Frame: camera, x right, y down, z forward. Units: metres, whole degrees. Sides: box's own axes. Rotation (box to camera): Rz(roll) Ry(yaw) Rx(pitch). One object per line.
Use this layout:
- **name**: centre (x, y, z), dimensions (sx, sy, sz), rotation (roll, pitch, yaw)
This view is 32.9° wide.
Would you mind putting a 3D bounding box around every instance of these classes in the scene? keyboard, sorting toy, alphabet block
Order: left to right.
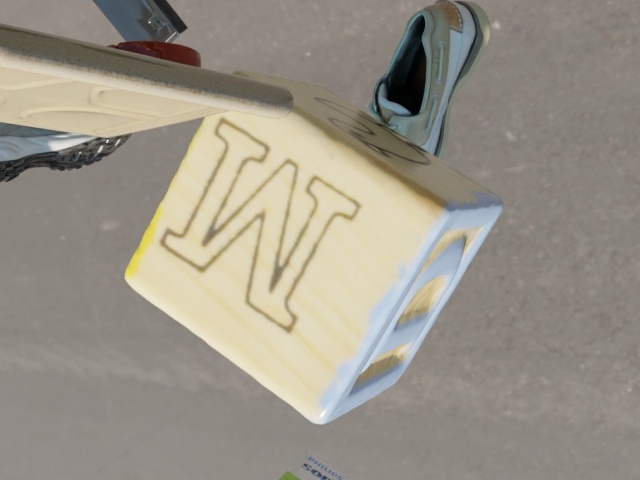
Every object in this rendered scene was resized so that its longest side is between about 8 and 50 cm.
- **sorting toy**: centre (-0.197, -0.101, 0.617), dimensions (0.229, 0.307, 0.041), rotation (1, 87, 46)
- **keyboard**: centre (-0.270, -0.374, 1.305), dimensions (0.317, 0.033, 0.201), rotation (51, 149, -11)
- **alphabet block**: centre (0.000, 0.000, 0.861), dimensions (0.197, 0.192, 0.193), rotation (34, 103, 16)

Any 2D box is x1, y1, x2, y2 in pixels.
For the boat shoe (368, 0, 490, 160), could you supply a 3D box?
- **boat shoe**: centre (0.116, -0.181, 1.444), dimensions (0.113, 0.103, 0.302), rotation (44, 127, 38)

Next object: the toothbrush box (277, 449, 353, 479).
- **toothbrush box**: centre (-0.063, 0.385, 1.152), dimensions (0.122, 0.283, 0.206), rotation (32, 116, 15)

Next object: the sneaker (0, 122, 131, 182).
- **sneaker**: centre (-0.360, -0.144, 1.399), dimensions (0.100, 0.271, 0.108), rotation (-36, 71, 55)
